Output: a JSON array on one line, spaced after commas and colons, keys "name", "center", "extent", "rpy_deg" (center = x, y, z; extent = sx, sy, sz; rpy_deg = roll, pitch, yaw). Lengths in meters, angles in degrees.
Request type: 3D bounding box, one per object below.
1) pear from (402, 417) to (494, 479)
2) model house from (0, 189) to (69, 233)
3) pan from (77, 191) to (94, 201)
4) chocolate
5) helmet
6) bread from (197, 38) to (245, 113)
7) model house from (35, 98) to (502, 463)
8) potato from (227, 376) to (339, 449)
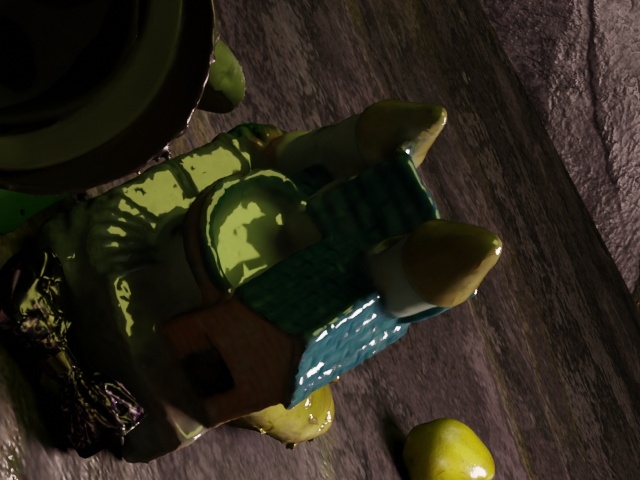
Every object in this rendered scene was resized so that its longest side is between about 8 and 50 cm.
[{"name": "pear", "center": [0.134, 0.234, 1.900], "extent": [0.092, 0.097, 0.092], "rpy_deg": [11, 90, -70]}, {"name": "model house", "center": [-0.197, -0.097, 1.297], "extent": [0.088, 0.167, 0.117], "rpy_deg": [46, -22, 27]}, {"name": "pan", "center": [-0.182, -0.019, 1.407], "extent": [0.115, 0.023, 0.068], "rpy_deg": [63, 19, -20]}, {"name": "chocolate", "center": [-0.182, 0.078, 1.255], "extent": [0.147, 0.070, 0.072], "rpy_deg": [56, 28, 2]}, {"name": "helmet", "center": [-0.221, -0.167, 1.155], "extent": [0.305, 0.225, 0.177], "rpy_deg": [42, -5, -20]}, {"name": "bread", "center": [-0.166, -0.180, 1.379], "extent": [0.267, 0.040, 0.267], "rpy_deg": [32, -8, 5]}, {"name": "model house", "center": [0.000, 0.000, 1.288], "extent": [0.267, 0.325, 0.194], "rpy_deg": [-30, 98, -40]}, {"name": "potato", "center": [-0.056, 0.105, 1.508], "extent": [0.225, 0.090, 0.117], "rpy_deg": [42, 34, -46]}]
